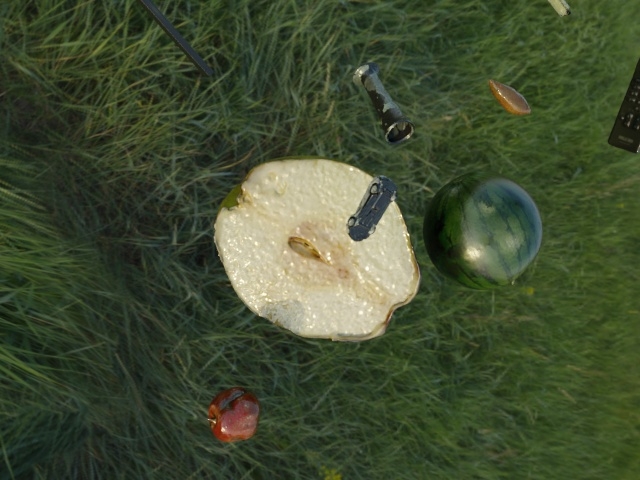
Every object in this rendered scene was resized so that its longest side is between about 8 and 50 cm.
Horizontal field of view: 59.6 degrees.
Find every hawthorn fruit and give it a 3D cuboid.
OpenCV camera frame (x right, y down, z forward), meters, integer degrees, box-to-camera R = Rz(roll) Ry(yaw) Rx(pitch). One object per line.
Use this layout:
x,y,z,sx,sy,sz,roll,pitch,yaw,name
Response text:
-0.144,0.287,0.920,0.093,0.093,0.093,3,86,-44,hawthorn fruit

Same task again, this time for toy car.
0.064,-0.041,0.725,0.041,0.025,0.093,23,106,-40,toy car

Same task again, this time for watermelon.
0.330,-0.020,1.145,0.242,0.242,0.243,3,86,-44,watermelon

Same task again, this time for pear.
0.000,0.000,1.086,0.386,0.340,0.191,39,15,-11,pear

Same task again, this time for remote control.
0.557,-0.271,0.942,0.025,0.063,0.245,-13,125,-37,remote control

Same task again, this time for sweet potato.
0.301,-0.225,0.892,0.095,0.034,0.034,29,67,-19,sweet potato

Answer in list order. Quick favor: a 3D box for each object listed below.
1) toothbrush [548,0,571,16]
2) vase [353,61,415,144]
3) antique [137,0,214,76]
0.302,-0.472,0.886,0.028,0.026,0.294,-42,92,-21,toothbrush
0.116,-0.259,1.046,0.059,0.059,0.167,10,47,-43,vase
-0.275,-0.387,1.061,0.015,0.031,0.192,-50,128,-9,antique
